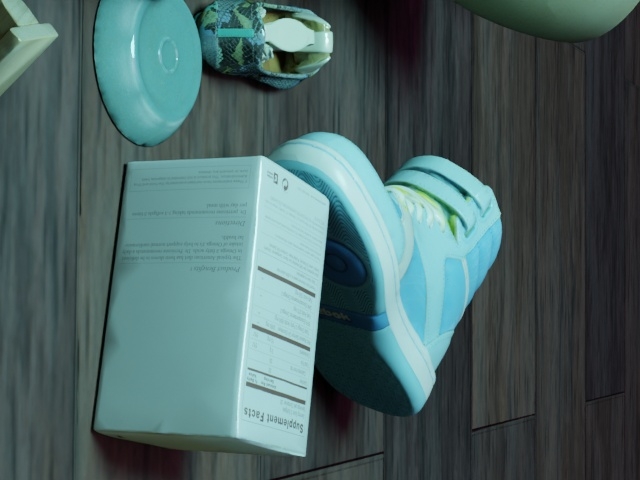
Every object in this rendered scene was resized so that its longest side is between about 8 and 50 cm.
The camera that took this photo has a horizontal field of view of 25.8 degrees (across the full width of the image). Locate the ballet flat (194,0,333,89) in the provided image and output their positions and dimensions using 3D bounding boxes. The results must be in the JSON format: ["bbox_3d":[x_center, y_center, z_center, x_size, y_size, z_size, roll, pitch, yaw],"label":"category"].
[{"bbox_3d":[-0.026,-0.148,1.058,0.188,0.070,0.070,-18,106,-64],"label":"ballet flat"}]

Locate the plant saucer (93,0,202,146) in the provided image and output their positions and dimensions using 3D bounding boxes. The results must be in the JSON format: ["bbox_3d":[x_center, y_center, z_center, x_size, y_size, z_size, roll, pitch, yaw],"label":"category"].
[{"bbox_3d":[-0.109,-0.122,0.929,0.119,0.021,0.119,-1,90,-65],"label":"plant saucer"}]

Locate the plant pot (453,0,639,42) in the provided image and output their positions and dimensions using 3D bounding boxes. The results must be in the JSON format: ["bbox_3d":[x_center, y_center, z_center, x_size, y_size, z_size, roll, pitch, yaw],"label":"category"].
[{"bbox_3d":[0.145,-0.313,1.166,0.191,0.284,0.284,1,88,-22],"label":"plant pot"}]

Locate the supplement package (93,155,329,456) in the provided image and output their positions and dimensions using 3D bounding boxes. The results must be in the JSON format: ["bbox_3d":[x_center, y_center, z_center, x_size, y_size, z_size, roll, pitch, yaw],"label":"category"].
[{"bbox_3d":[-0.068,0.045,0.914,0.105,0.105,0.179,30,63,-62],"label":"supplement package"}]

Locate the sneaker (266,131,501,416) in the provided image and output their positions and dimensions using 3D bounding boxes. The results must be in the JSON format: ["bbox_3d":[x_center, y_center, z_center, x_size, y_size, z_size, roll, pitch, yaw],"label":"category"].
[{"bbox_3d":[0.052,-0.022,1.115,0.208,0.127,0.319,-58,152,-27],"label":"sneaker"}]

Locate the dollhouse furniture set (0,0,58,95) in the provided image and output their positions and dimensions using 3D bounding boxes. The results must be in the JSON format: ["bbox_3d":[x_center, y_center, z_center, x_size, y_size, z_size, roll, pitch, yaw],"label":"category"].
[{"bbox_3d":[-0.225,-0.115,0.674,0.151,0.123,0.144,53,26,6],"label":"dollhouse furniture set"}]
